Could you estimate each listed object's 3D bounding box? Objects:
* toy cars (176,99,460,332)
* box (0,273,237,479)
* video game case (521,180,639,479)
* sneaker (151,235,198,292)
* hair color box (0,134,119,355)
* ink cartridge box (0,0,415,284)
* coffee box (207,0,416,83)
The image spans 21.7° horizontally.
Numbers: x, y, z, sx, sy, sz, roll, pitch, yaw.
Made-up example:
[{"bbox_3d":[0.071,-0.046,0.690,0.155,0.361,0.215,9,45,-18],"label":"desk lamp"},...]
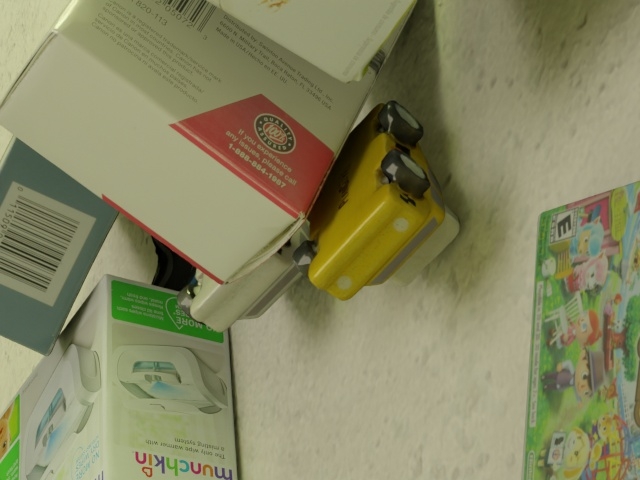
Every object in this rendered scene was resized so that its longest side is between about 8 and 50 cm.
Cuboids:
[{"bbox_3d":[0.000,0.000,1.228,0.176,0.087,0.393,-57,16,-22],"label":"toy cars"},{"bbox_3d":[-0.181,0.203,1.459,0.262,0.126,0.231,-48,36,43],"label":"box"},{"bbox_3d":[0.176,0.070,0.919,0.193,0.023,0.213,-20,61,60],"label":"video game case"},{"bbox_3d":[-0.140,-0.022,1.529,0.067,0.078,0.188,-19,62,60],"label":"sneaker"},{"bbox_3d":[-0.243,-0.065,1.574,0.185,0.113,0.374,-61,12,19],"label":"hair color box"},{"bbox_3d":[-0.067,-0.143,1.188,0.117,0.207,0.283,-41,17,47],"label":"ink cartridge box"},{"bbox_3d":[0.001,-0.374,1.011,0.338,0.334,0.338,-51,11,42],"label":"coffee box"}]
